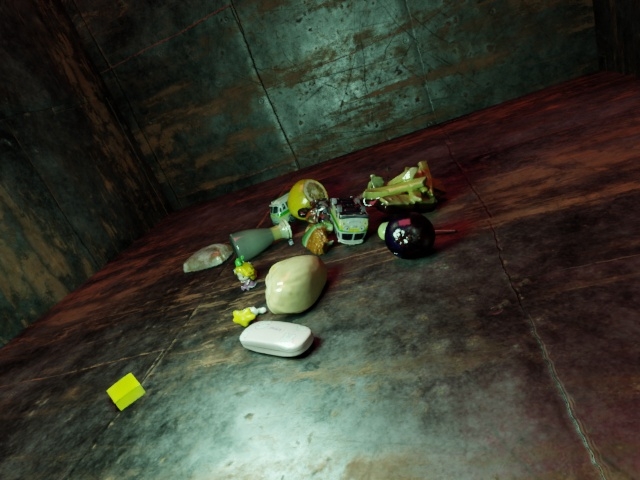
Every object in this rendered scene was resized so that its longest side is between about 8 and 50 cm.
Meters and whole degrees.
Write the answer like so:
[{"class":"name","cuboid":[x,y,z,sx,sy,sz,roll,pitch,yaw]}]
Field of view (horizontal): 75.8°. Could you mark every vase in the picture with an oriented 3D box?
[{"class":"vase","cuboid":[-0.322,-0.010,2.246,0.321,0.174,0.173,-23,21,-17]}]

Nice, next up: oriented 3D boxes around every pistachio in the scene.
[{"class":"pistachio","cuboid":[-0.090,0.162,1.589,0.318,0.214,0.194,-34,-19,-45]}]

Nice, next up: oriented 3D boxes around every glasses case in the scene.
[{"class":"glasses case","cuboid":[-0.152,0.328,1.386,0.296,0.075,0.113,-3,26,39]}]

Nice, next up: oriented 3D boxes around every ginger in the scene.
[{"class":"ginger","cuboid":[0.377,-0.267,1.937,0.413,0.212,0.358,-13,24,-41]}]

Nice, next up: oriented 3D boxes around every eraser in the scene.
[{"class":"eraser","cuboid":[-0.689,0.535,1.458,0.097,0.045,0.122,-37,27,-32]}]

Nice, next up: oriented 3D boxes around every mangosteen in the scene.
[{"class":"mangosteen","cuboid":[0.352,-0.019,1.606,0.194,0.194,0.230,-13,-3,22]}]

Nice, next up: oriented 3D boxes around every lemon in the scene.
[{"class":"lemon","cuboid":[-0.087,-0.232,2.449,0.219,0.240,0.240,-37,7,43]}]

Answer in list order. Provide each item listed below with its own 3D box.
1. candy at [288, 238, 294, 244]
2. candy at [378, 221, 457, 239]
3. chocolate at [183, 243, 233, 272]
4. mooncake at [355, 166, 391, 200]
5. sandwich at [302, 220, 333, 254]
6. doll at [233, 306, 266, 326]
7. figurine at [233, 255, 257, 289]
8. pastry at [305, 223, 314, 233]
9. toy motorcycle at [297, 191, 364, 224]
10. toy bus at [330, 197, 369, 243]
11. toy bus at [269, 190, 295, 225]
[{"class":"candy","cuboid":[-0.157,0.008,2.221,0.030,0.020,0.083,-22,20,-1]},{"class":"candy","cuboid":[0.407,-0.039,1.746,0.335,0.093,0.093,1,73,28]},{"class":"chocolate","cuboid":[-0.669,0.093,2.422,0.303,0.101,0.185,-16,25,23]},{"class":"mooncake","cuboid":[0.300,-0.303,2.324,0.347,0.057,0.150,-45,13,39]},{"class":"sandwich","cuboid":[-0.004,0.004,1.974,0.109,0.160,0.185,-3,-30,-28]},{"class":"doll","cuboid":[-0.278,0.293,1.626,0.135,0.072,0.113,-17,3,-4]},{"class":"figurine","cuboid":[-0.344,0.138,1.909,0.094,0.156,0.115,-10,27,28]},{"class":"pastry","cuboid":[-0.033,-0.079,2.251,0.087,0.063,0.169,-15,23,25]},{"class":"toy motorcycle","cuboid":[0.084,-0.166,2.193,0.400,0.134,0.207,-15,31,-9]},{"class":"toy bus","cuboid":[0.131,-0.095,1.966,0.143,0.179,0.305,-1,20,-8]},{"class":"toy bus","cuboid":[-0.192,-0.218,2.594,0.276,0.165,0.133,-34,23,-29]}]
